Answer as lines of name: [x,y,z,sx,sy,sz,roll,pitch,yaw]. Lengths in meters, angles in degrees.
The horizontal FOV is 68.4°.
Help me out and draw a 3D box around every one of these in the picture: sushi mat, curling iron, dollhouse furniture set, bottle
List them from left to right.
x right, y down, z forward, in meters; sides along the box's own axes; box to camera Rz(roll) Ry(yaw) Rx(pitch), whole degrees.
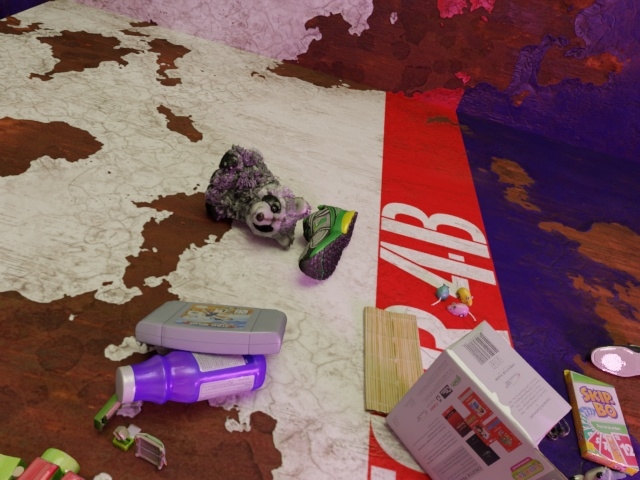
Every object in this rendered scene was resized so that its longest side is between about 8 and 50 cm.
dollhouse furniture set: [-0.335,0.350,0.868,0.152,0.076,0.058,24,37,9]
bottle: [-0.253,0.266,0.943,0.283,0.092,0.118,0,15,-36]
sushi mat: [0.181,0.294,1.171,0.152,0.019,0.316,14,39,-7]
curling iron: [0.485,0.470,1.061,0.274,0.035,0.068,-23,53,-39]

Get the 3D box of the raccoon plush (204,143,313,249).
raccoon plush: [-0.151,-0.171,1.472,0.299,0.216,0.446,26,39,-1]

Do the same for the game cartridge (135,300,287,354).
game cartridge: [-0.226,0.186,1.020,0.298,0.062,0.198,5,3,-1]

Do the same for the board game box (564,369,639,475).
board game box: [0.695,0.439,1.181,0.124,0.039,0.259,20,36,2]

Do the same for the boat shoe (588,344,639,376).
boat shoe: [0.873,0.339,1.348,0.233,0.083,0.079,4,2,-5]

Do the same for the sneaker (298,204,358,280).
sneaker: [0.000,0.000,1.389,0.147,0.134,0.343,17,29,10]

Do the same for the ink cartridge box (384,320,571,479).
ink cartridge box: [0.302,0.359,0.896,0.130,0.309,0.272,-22,59,-34]

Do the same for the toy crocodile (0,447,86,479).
toy crocodile: [-0.389,0.418,0.743,0.341,0.105,0.115,23,39,6]

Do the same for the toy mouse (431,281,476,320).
toy mouse: [0.389,0.172,1.384,0.143,0.031,0.161,-2,42,-22]

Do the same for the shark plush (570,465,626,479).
shark plush: [0.619,0.540,1.040,0.161,0.073,0.067,8,55,-44]
